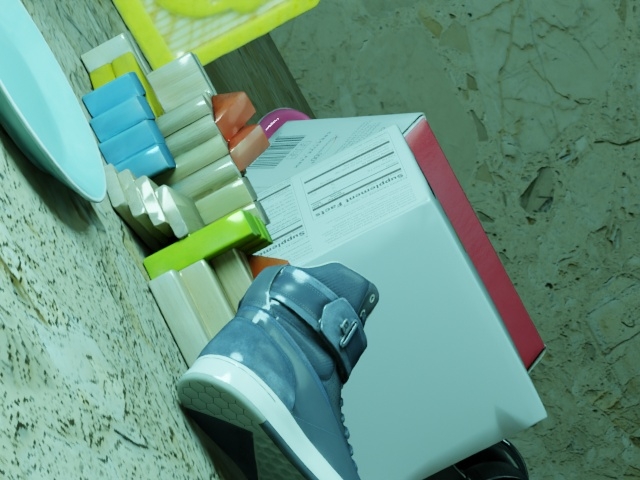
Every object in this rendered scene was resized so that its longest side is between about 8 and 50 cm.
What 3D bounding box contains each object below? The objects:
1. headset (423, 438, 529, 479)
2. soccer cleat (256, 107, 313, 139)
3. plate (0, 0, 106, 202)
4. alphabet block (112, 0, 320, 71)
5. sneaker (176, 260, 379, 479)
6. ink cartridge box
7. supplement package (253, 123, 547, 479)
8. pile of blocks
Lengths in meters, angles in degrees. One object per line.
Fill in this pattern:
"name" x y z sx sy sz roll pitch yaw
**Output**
"headset" 0.169 0.324 2.018 0.394 0.185 0.243 45 6 -12
"soccer cleat" 0.000 0.000 2.044 0.331 0.116 0.143 63 -10 -11
"plate" -0.194 -0.103 1.127 0.188 0.024 0.188 60 6 -11
"alphabet block" -0.126 -0.305 1.822 0.192 0.193 0.197 59 7 -18
"sneaker" 0.006 0.118 1.230 0.226 0.086 0.163 59 43 -30
"ink cartridge box" 0.090 0.032 1.774 0.272 0.130 0.309 1 -50 47
"supplement package" 0.046 0.071 1.539 0.262 0.204 0.145 59 7 -31
"pile of blocks" -0.094 -0.053 1.343 0.362 0.113 0.149 66 6 33
